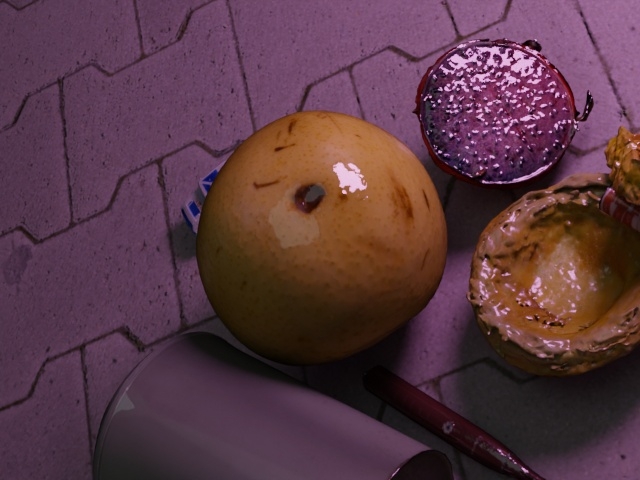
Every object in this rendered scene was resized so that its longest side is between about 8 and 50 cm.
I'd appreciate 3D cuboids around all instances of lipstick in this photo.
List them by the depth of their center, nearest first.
[{"bbox_3d":[0.398,-0.023,1.411,0.130,0.038,0.038,34,83,30],"label":"lipstick"}]

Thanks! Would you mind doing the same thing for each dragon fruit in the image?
[{"bbox_3d":[0.238,-0.163,1.657,0.218,0.148,0.224,44,79,8],"label":"dragon fruit"}]

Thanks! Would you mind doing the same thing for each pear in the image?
[{"bbox_3d":[0.000,0.000,1.556,0.348,0.348,0.348,-13,59,22],"label":"pear"}]

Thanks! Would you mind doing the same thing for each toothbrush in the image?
[{"bbox_3d":[0.193,0.255,1.499,0.364,0.041,0.041,30,81,37],"label":"toothbrush"}]

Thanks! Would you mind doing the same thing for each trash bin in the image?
[{"bbox_3d":[-0.077,0.295,1.481,0.432,0.280,0.280,20,75,32],"label":"trash bin"}]

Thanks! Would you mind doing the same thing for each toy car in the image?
[{"bbox_3d":[-0.143,-0.077,1.846,0.170,0.070,0.080,-38,52,6],"label":"toy car"}]

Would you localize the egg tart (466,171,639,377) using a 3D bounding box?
[{"bbox_3d":[0.326,0.047,1.491,0.288,0.118,0.288,-14,58,23],"label":"egg tart"}]

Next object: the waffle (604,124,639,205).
[{"bbox_3d":[0.461,-0.071,1.448,0.229,0.219,0.057,19,111,-1],"label":"waffle"}]
